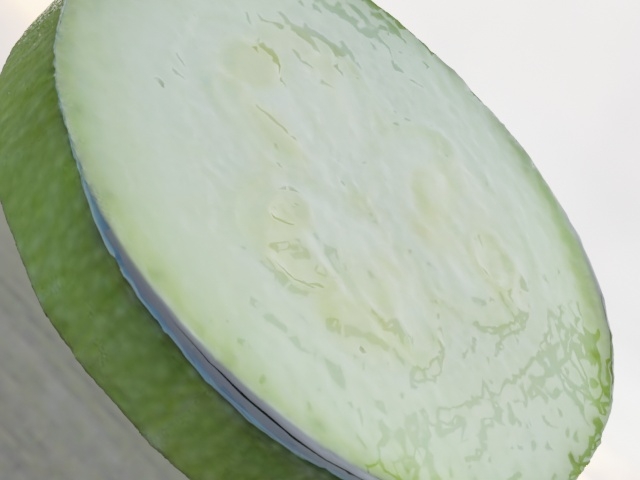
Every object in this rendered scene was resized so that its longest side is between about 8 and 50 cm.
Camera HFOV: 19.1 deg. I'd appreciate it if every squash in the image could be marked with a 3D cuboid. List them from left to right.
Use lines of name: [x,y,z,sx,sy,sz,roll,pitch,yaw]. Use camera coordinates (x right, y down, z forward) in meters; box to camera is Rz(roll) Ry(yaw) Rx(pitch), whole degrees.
squash: [0.000,0.000,0.673,0.252,0.049,0.252,30,37,-26]
